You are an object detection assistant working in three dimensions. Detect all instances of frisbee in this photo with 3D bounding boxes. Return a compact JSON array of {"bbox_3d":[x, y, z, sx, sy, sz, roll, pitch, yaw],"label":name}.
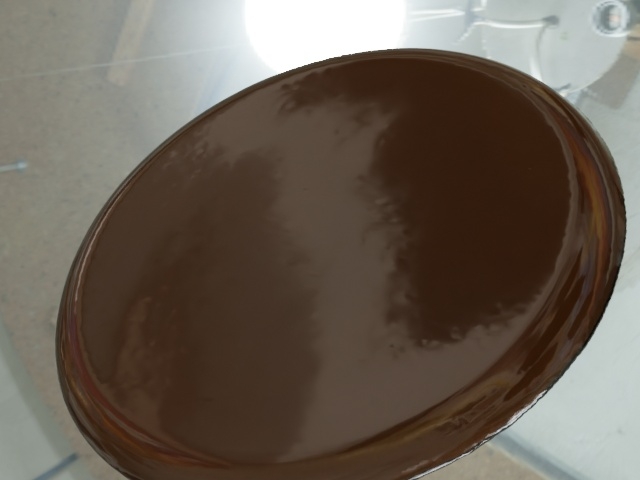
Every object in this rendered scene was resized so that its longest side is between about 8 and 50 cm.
[{"bbox_3d":[0.000,0.000,0.462,0.251,0.250,0.021,2,-40,25],"label":"frisbee"}]
